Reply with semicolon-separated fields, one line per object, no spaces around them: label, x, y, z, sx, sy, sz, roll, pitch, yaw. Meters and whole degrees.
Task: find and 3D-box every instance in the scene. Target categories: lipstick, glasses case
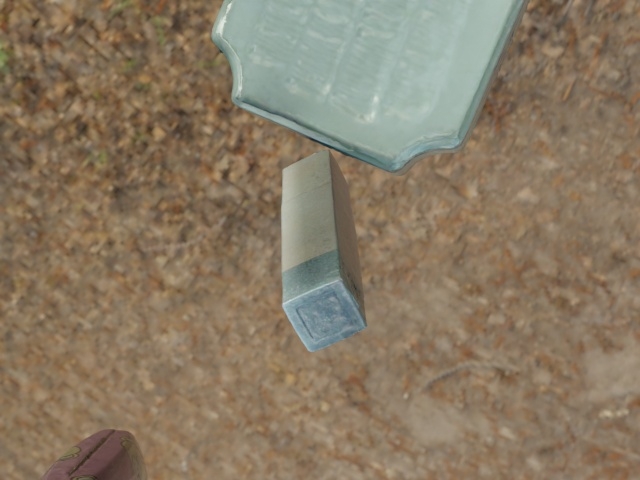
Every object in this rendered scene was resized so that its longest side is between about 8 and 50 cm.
lipstick;0.000;0.000;1.295;0.068;0.317;0.066;-25;116;11
glasses case;-0.192;0.236;0.995;0.076;0.123;0.316;2;-179;1

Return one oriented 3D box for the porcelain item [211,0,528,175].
porcelain item;0.054;-0.228;1.217;0.281;0.285;0.157;22;-173;6
